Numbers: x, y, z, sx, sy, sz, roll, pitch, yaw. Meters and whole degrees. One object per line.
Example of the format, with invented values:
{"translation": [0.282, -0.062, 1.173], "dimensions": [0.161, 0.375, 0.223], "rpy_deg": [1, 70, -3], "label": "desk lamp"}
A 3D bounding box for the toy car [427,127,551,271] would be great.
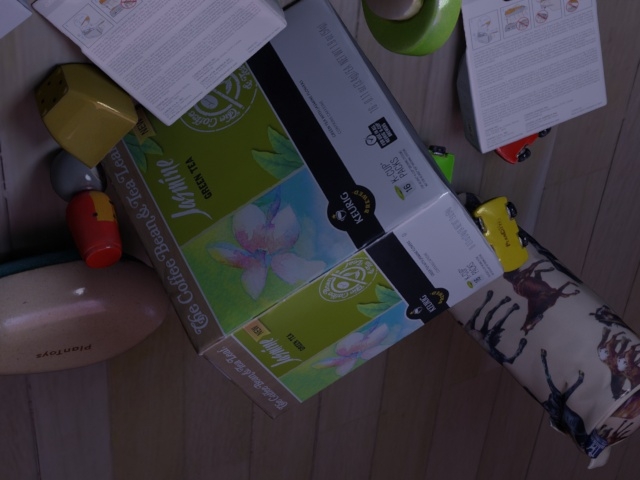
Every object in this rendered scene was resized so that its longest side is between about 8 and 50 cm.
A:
{"translation": [0.179, -0.089, 2.385], "dimensions": [0.225, 0.053, 0.239], "rpy_deg": [9, 93, -17], "label": "toy car"}

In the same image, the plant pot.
{"translation": [-0.262, -0.144, 1.995], "dimensions": [0.083, 0.081, 0.081], "rpy_deg": [28, 116, -39], "label": "plant pot"}

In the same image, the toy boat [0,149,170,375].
{"translation": [-0.295, 0.031, 2.163], "dimensions": [0.267, 0.148, 0.318], "rpy_deg": [-6, 147, -25], "label": "toy boat"}

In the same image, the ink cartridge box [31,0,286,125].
{"translation": [-0.172, -0.249, 1.966], "dimensions": [0.181, 0.056, 0.224], "rpy_deg": [-39, 127, 13], "label": "ink cartridge box"}

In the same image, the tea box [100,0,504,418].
{"translation": [-0.029, -0.038, 2.081], "dimensions": [0.323, 0.329, 0.220], "rpy_deg": [-34, 147, 5], "label": "tea box"}

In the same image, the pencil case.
{"translation": [0.278, 0.112, 2.471], "dimensions": [0.183, 0.410, 0.160], "rpy_deg": [-54, 156, 18], "label": "pencil case"}

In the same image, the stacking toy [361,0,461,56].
{"translation": [0.033, -0.337, 1.788], "dimensions": [0.130, 0.279, 0.309], "rpy_deg": [-5, 135, -35], "label": "stacking toy"}

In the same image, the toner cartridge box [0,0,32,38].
{"translation": [-0.469, -0.180, 1.786], "dimensions": [0.348, 0.075, 0.165], "rpy_deg": [-36, 147, 8], "label": "toner cartridge box"}

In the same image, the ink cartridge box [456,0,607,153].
{"translation": [0.257, -0.243, 2.293], "dimensions": [0.189, 0.066, 0.232], "rpy_deg": [-22, 121, -14], "label": "ink cartridge box"}
